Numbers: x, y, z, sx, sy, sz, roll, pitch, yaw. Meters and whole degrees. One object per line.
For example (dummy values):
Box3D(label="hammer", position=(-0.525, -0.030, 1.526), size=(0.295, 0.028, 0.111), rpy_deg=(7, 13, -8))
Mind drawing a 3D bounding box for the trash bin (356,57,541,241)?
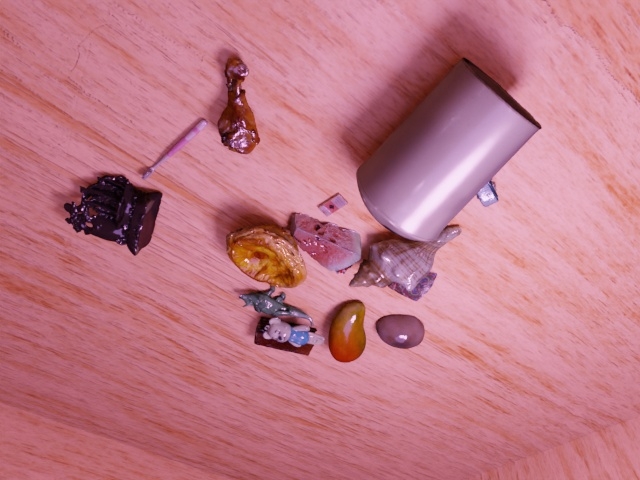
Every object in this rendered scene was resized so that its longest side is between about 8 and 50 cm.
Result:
Box3D(label="trash bin", position=(0.293, -0.200, 1.151), size=(0.281, 0.280, 0.432), rpy_deg=(28, 124, -21))

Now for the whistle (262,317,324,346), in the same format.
Box3D(label="whistle", position=(-0.097, 0.356, 1.721), size=(0.236, 0.077, 0.113), rpy_deg=(18, 119, -16))

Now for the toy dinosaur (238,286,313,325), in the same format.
Box3D(label="toy dinosaur", position=(-0.156, 0.236, 1.686), size=(0.292, 0.079, 0.120), rpy_deg=(11, 136, -6))

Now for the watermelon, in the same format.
Box3D(label="watermelon", position=(0.000, 0.000, 1.474), size=(0.241, 0.094, 0.154), rpy_deg=(31, 135, -21))

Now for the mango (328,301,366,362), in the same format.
Box3D(label="mango", position=(0.101, 0.359, 1.751), size=(0.146, 0.129, 0.288), rpy_deg=(-1, 123, 6))

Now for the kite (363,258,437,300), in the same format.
Box3D(label="kite", position=(0.262, 0.132, 1.615), size=(0.286, 0.015, 0.152), rpy_deg=(16, 127, -15))

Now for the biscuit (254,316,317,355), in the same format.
Box3D(label="biscuit", position=(-0.134, 0.381, 1.814), size=(0.252, 0.070, 0.106), rpy_deg=(15, 131, -11))

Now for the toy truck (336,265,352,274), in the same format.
Box3D(label="toy truck", position=(0.086, 0.090, 1.577), size=(0.032, 0.024, 0.083), rpy_deg=(41, 122, -2))

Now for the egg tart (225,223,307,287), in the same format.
Box3D(label="egg tart", position=(-0.162, 0.038, 1.456), size=(0.295, 0.116, 0.294), rpy_deg=(15, 145, 11))

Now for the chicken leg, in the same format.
Box3D(label="chicken leg", position=(-0.213, -0.340, 1.182), size=(0.108, 0.087, 0.251), rpy_deg=(-6, 127, -16))

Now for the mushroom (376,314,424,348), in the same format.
Box3D(label="mushroom", position=(0.307, 0.359, 1.757), size=(0.189, 0.117, 0.141), rpy_deg=(6, 120, 3))

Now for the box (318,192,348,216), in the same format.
Box3D(label="box", position=(0.038, -0.109, 1.411), size=(0.083, 0.012, 0.046), rpy_deg=(-32, 124, 25))

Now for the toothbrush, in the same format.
Box3D(label="toothbrush", position=(-0.418, -0.253, 1.298), size=(0.287, 0.025, 0.020), rpy_deg=(-32, 123, 26))

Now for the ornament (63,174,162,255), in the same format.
Box3D(label="ornament", position=(-0.646, -0.094, 1.410), size=(0.261, 0.106, 0.251), rpy_deg=(25, 121, -7))

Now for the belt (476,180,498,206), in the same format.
Box3D(label="belt", position=(0.445, -0.183, 1.298), size=(0.065, 0.100, 0.179), rpy_deg=(-25, 111, 24))

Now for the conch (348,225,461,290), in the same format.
Box3D(label="conch", position=(0.273, 0.079, 1.466), size=(0.387, 0.169, 0.203), rpy_deg=(-14, 137, 15))
